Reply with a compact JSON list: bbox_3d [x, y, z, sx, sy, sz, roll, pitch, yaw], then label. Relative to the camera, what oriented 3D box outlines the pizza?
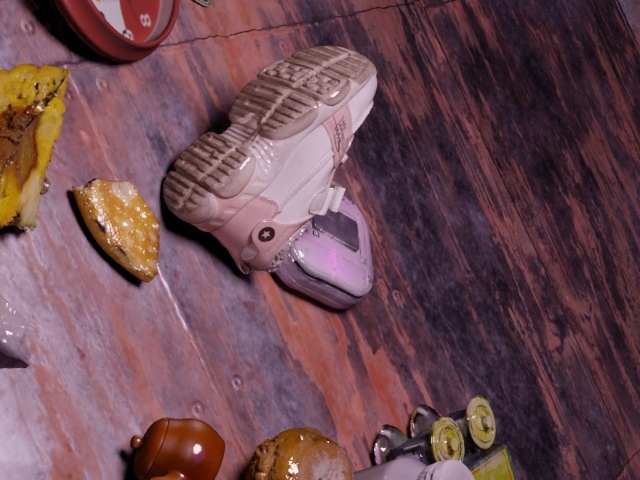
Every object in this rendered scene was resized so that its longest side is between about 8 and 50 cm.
[{"bbox_3d":[-0.263,-0.021,1.746,0.160,0.036,0.099,55,38,-16],"label":"pizza"}]

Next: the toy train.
[{"bbox_3d":[0.191,0.344,2.033,0.261,0.134,0.177,-20,94,-53],"label":"toy train"}]

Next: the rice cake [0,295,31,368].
[{"bbox_3d":[-0.470,0.007,1.441,0.399,0.070,0.064,45,39,-26],"label":"rice cake"}]

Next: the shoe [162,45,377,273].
[{"bbox_3d":[-0.046,-0.117,1.894,0.198,0.351,0.172,53,-5,-38],"label":"shoe"}]

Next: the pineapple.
[{"bbox_3d":[-0.396,-0.094,1.588,0.164,0.140,0.250,85,23,-61],"label":"pineapple"}]

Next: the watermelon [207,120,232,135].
[{"bbox_3d":[-0.106,-0.149,1.992,0.163,0.069,0.087,-9,76,-51],"label":"watermelon"}]

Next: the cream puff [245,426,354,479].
[{"bbox_3d":[-0.036,0.322,1.768,0.165,0.115,0.150,45,47,-41],"label":"cream puff"}]

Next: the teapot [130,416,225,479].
[{"bbox_3d":[-0.184,0.264,1.635,0.116,0.116,0.173,52,11,-18],"label":"teapot"}]

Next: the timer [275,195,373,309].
[{"bbox_3d":[0.000,0.000,2.041,0.208,0.069,0.191,25,49,-41],"label":"timer"}]

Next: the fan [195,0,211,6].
[{"bbox_3d":[-0.239,-0.453,2.051,0.220,0.009,0.132,33,44,-38],"label":"fan"}]

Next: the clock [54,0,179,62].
[{"bbox_3d":[-0.306,-0.404,1.858,0.318,0.080,0.318,35,50,-57],"label":"clock"}]

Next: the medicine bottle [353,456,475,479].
[{"bbox_3d":[0.109,0.372,1.835,0.135,0.215,0.135,29,49,-40],"label":"medicine bottle"}]
